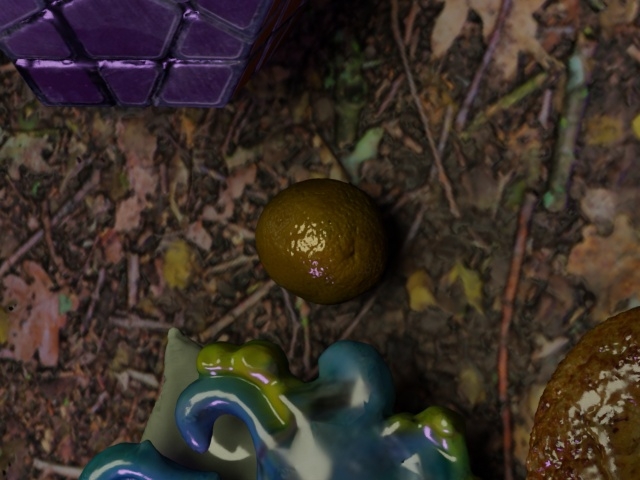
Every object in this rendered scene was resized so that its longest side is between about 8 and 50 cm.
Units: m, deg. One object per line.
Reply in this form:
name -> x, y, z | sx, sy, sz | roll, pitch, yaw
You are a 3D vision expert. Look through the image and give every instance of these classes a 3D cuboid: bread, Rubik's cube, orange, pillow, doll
bread -> 0.206, 0.125, 0.903 | 0.193, 0.064, 0.193 | -5, 81, 32
Rubik's cube -> -0.118, -0.238, 1.014 | 0.264, 0.319, 0.319 | -5, 84, 58
orange -> 0.000, 0.000, 1.031 | 0.095, 0.085, 0.085 | 18, 97, 56
pillow -> -0.078, 0.202, 1.072 | 0.144, 0.078, 0.254 | 22, 99, 19
doll -> 0.002, 0.232, 0.993 | 0.346, 0.099, 0.341 | 10, 92, 12
